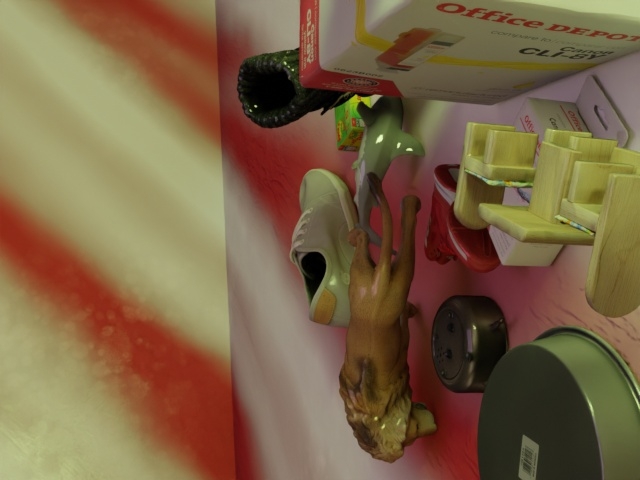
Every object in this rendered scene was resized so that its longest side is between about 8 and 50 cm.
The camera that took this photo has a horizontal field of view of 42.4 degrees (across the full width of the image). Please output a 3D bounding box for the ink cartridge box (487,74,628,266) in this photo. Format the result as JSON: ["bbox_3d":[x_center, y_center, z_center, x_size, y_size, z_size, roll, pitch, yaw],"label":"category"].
[{"bbox_3d":[0.251,-0.078,0.918,0.198,0.067,0.115,109,157,-43],"label":"ink cartridge box"}]

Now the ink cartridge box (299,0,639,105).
[{"bbox_3d":[0.159,-0.265,0.881,0.384,0.279,0.160,173,99,-73],"label":"ink cartridge box"}]

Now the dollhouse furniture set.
[{"bbox_3d":[0.242,0.012,0.636,0.212,0.242,0.161,-132,47,-67],"label":"dollhouse furniture set"}]

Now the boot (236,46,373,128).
[{"bbox_3d":[0.049,-0.287,1.204,0.348,0.260,0.131,-42,72,53],"label":"boot"}]

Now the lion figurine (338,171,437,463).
[{"bbox_3d":[0.084,0.122,1.187,0.240,0.142,0.392,-76,-21,-49],"label":"lion figurine"}]

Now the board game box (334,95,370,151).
[{"bbox_3d":[0.060,-0.275,1.609,0.092,0.043,0.181,129,140,-64],"label":"board game box"}]

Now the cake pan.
[{"bbox_3d":[0.252,0.239,0.895,0.293,0.054,0.293,-178,90,-73],"label":"cake pan"}]

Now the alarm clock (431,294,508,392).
[{"bbox_3d":[0.187,0.135,1.114,0.192,0.064,0.129,-150,64,-74],"label":"alarm clock"}]

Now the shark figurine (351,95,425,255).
[{"bbox_3d":[0.111,-0.120,1.342,0.166,0.116,0.278,19,-100,-73],"label":"shark figurine"}]

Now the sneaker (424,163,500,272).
[{"bbox_3d":[0.194,0.002,1.104,0.221,0.087,0.128,-91,4,-55],"label":"sneaker"}]

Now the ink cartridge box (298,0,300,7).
[{"bbox_3d":[0.034,-0.592,1.616,0.273,0.114,0.198,110,156,-44],"label":"ink cartridge box"}]

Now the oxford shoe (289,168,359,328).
[{"bbox_3d":[0.000,0.000,1.628,0.449,0.130,0.169,-106,23,-49],"label":"oxford shoe"}]
